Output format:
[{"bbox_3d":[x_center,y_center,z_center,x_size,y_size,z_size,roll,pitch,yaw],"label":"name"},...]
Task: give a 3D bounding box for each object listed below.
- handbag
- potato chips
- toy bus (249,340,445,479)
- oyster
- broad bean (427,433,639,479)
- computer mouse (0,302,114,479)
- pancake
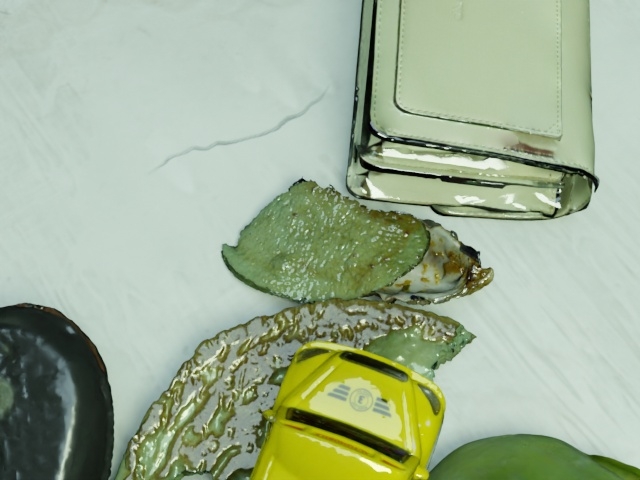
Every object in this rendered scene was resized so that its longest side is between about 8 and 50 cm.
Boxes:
[{"bbox_3d":[0.160,-0.209,1.099,0.237,0.160,0.358,7,65,-2],"label":"handbag"},{"bbox_3d":[0.000,0.000,1.042,0.209,0.026,0.142,-18,65,11],"label":"potato chips"},{"bbox_3d":[-0.011,0.243,0.850,0.144,0.152,0.330,20,80,8],"label":"toy bus"},{"bbox_3d":[0.094,0.028,1.039,0.148,0.051,0.103,16,70,30],"label":"oyster"},{"bbox_3d":[0.190,0.244,0.909,0.228,0.100,0.169,-8,63,1],"label":"broad bean"},{"bbox_3d":[-0.273,0.215,0.916,0.183,0.116,0.323,10,79,17],"label":"computer mouse"},{"bbox_3d":[-0.021,0.163,0.978,0.377,0.054,0.197,-20,74,-8],"label":"pancake"}]
